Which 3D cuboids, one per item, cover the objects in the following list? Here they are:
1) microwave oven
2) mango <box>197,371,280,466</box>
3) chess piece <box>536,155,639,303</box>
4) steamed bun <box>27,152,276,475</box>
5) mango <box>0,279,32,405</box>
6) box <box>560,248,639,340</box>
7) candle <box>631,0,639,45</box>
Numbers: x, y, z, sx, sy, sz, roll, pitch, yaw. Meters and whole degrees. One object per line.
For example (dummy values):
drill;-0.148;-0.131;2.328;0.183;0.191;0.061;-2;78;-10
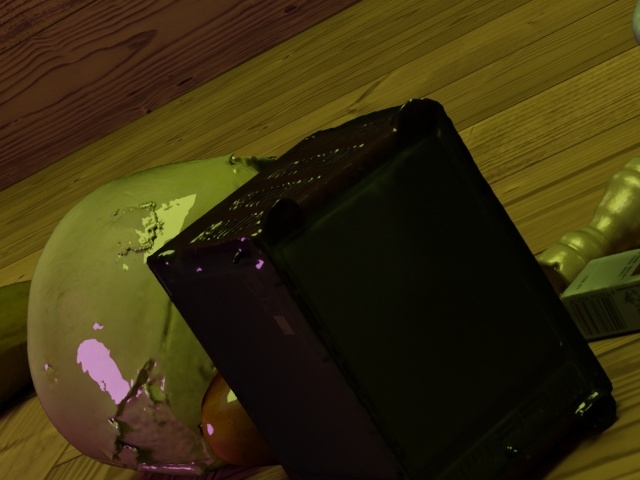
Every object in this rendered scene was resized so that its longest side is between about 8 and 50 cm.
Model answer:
microwave oven;0.045;0.050;1.085;0.188;0.247;0.178;-36;13;-23
mango;0.020;0.087;1.264;0.267;0.111;0.133;-39;18;-35
chess piece;0.221;-0.005;1.274;0.122;0.066;0.066;-41;17;-19
steamed bun;-0.135;0.054;1.372;0.166;0.273;0.232;12;-7;-31
mango;-0.421;0.145;1.932;0.332;0.142;0.195;-30;17;-29
box;0.266;0.022;1.132;0.218;0.039;0.055;-17;19;43
candle;0.304;-0.105;0.902;0.221;0.342;0.221;-33;16;11
